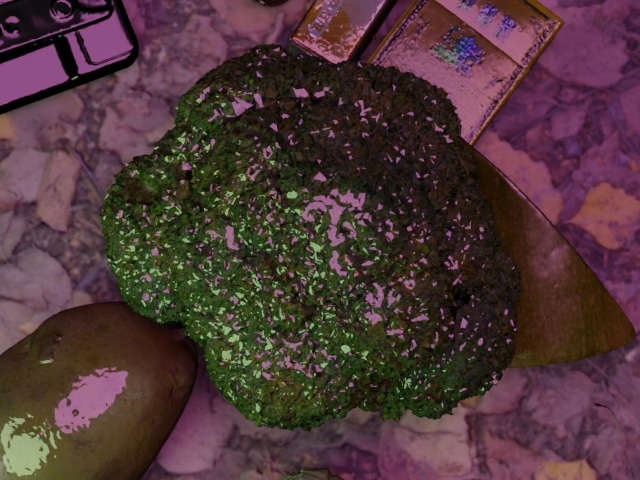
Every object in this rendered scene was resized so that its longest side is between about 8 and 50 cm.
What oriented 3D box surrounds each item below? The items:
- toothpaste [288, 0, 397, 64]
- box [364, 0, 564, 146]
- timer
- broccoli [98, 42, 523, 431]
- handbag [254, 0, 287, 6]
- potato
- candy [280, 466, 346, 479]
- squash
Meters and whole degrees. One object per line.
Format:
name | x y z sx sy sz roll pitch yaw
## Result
toothpaste | 0.077 -0.302 1.736 0.071 0.089 0.313 32 81 5
box | 0.130 -0.177 1.734 0.141 0.064 0.220 36 83 1
timer | -0.291 -0.217 1.707 0.187 0.055 0.144 -22 85 -7
broccoli | 0.002 -0.009 1.574 0.413 0.310 0.321 12 111 -3
handbag | -0.054 -0.374 1.742 0.203 0.074 0.216 41 79 1
potato | -0.221 0.155 1.615 0.251 0.159 0.174 -39 113 0
candy | -0.124 0.269 1.655 0.335 0.093 0.092 -1 39 3
squash | 0.219 -0.007 1.671 0.169 0.093 0.252 -11 99 -11
